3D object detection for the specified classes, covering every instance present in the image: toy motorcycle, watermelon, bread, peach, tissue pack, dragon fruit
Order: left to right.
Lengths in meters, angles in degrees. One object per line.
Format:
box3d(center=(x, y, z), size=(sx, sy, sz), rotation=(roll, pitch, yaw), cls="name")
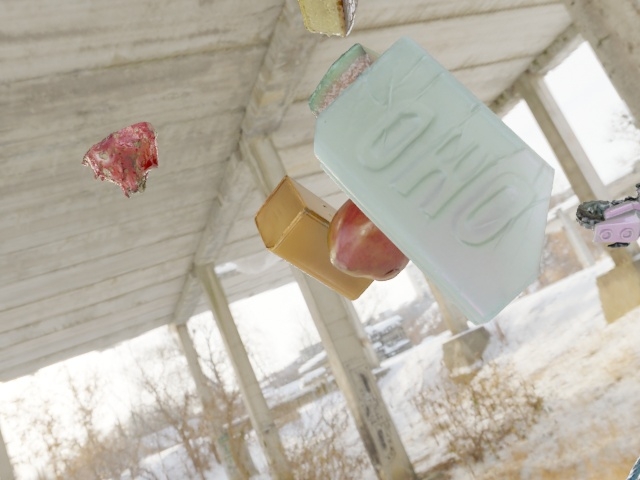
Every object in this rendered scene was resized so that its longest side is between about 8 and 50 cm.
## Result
box3d(center=(-0.351, -0.143, 1.122), size=(0.153, 0.111, 0.153), rotation=(-28, 6, 3), cls="dragon fruit")
box3d(center=(0.000, 0.000, 1.429), size=(0.274, 0.194, 0.145), rotation=(33, -78, -29), cls="tissue pack")
box3d(center=(0.015, -0.727, 1.457), size=(0.143, 0.323, 0.333), rotation=(3, -26, 14), cls="bread")
box3d(center=(0.110, -0.301, 1.397), size=(0.193, 0.256, 0.140), rotation=(-45, -27, 27), cls="watermelon")
box3d(center=(0.108, -0.018, 1.192), size=(0.197, 0.197, 0.197), rotation=(-23, -13, -6), cls="peach")
box3d(center=(0.676, -0.037, 1.146), size=(0.327, 0.143, 0.188), rotation=(-3, 28, 3), cls="toy motorcycle")

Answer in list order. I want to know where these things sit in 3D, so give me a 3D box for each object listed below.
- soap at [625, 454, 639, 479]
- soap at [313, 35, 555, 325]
box3d(center=(0.356, 0.216, 0.502), size=(0.293, 0.156, 0.077), rotation=(-45, -13, -22), cls="soap")
box3d(center=(0.137, -0.066, 0.670), size=(0.173, 0.289, 0.095), rotation=(-43, -12, 2), cls="soap")
